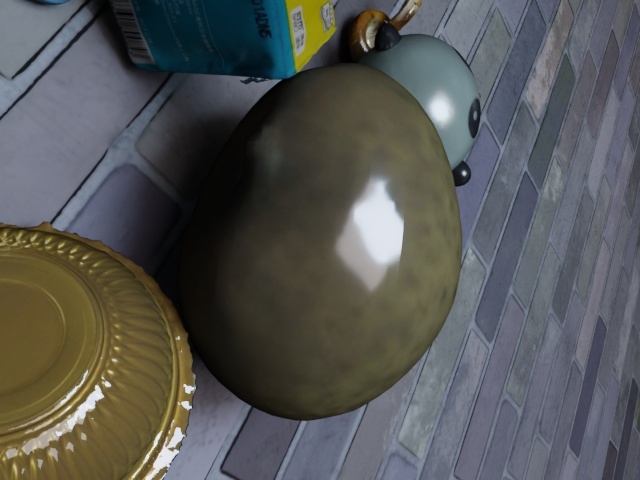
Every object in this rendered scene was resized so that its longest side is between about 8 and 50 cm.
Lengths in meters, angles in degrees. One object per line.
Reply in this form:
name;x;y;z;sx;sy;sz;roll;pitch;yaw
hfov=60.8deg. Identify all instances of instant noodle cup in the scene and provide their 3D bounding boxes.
instant noodle cup;-0.212;0.081;0.364;0.274;0.091;0.274;12;54;-17

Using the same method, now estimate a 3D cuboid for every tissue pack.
tissue pack;-0.099;-0.290;0.455;0.134;0.192;0.271;-56;148;-41

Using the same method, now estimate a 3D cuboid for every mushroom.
mushroom;0.092;-0.300;0.780;0.088;0.073;0.129;41;100;-22

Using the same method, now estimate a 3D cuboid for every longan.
longan;0.000;0.000;0.549;0.288;0.288;0.350;15;87;-45

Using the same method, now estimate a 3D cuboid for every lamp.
lamp;0.131;-0.165;0.743;0.244;0.197;0.198;19;76;-61

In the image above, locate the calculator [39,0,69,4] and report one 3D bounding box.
calculator;-0.244;-0.344;0.462;0.173;0.051;0.293;34;67;-42
